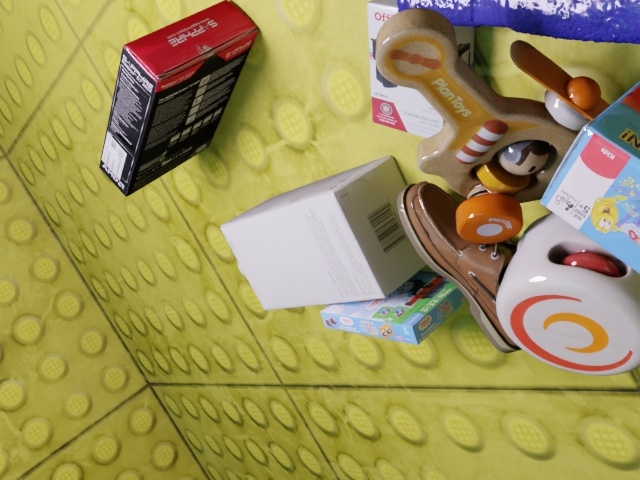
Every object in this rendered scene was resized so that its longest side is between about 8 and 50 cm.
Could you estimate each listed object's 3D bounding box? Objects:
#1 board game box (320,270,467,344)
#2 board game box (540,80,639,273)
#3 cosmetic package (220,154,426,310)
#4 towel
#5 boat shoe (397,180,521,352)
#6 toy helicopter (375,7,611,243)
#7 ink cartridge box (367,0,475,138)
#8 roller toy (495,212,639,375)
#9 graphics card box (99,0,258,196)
[{"bbox_3d":[0.126,0.104,1.125,0.212,0.160,0.039,1,118,49],"label":"board game box"},{"bbox_3d":[0.397,-0.037,0.558,0.308,0.302,0.086,41,143,20],"label":"board game box"},{"bbox_3d":[0.000,0.000,1.193,0.366,0.155,0.196,-10,110,54],"label":"cosmetic package"},{"bbox_3d":[0.224,-0.330,0.687,0.308,0.076,0.227,24,119,40],"label":"towel"},{"bbox_3d":[0.242,0.026,0.982,0.307,0.110,0.104,49,143,-9],"label":"boat shoe"},{"bbox_3d":[0.198,-0.141,0.753,0.235,0.140,0.355,-20,144,36],"label":"toy helicopter"},{"bbox_3d":[0.134,-0.238,0.904,0.127,0.072,0.175,25,136,36],"label":"ink cartridge box"},{"bbox_3d":[0.332,0.060,0.840,0.191,0.146,0.209,42,145,-14],"label":"roller toy"},{"bbox_3d":[-0.271,-0.252,1.236,0.094,0.233,0.371,46,146,5],"label":"graphics card box"}]
